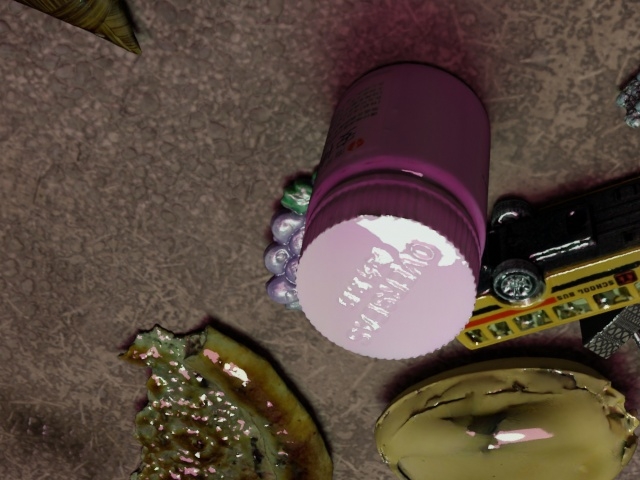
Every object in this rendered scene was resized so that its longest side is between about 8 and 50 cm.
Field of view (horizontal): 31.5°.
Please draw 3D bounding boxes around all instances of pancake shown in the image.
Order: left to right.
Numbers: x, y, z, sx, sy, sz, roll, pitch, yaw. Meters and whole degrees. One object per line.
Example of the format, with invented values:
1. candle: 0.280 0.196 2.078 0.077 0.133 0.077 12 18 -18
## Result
1. pancake: -0.132 0.290 1.544 0.304 0.067 0.427 10 128 5

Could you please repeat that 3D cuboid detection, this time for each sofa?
1. sofa: 0.350 0.076 1.308 0.039 0.060 0.118 27 125 -17

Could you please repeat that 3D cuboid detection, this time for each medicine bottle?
1. medicine bottle: 0.079 -0.037 1.134 0.178 0.291 0.178 5 127 7

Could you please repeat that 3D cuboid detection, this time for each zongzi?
1. zongzi: -0.299 -0.258 1.181 0.187 0.084 0.184 -2 135 20

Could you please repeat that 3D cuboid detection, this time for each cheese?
1. cheese: 0.242 0.250 1.419 0.315 0.128 0.259 -25 125 31

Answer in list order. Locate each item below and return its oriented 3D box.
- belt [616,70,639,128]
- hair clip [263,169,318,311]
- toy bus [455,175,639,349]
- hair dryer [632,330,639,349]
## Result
1. belt: 0.377 -0.187 1.119 0.100 0.065 0.179 13 125 -10
2. hair clip: -0.001 -0.001 1.333 0.124 0.052 0.196 10 119 -9
3. toy bus: 0.290 0.014 1.240 0.335 0.121 0.123 -18 129 21
4. hair dryer: 0.384 0.125 1.354 0.026 0.047 0.083 -34 94 20
